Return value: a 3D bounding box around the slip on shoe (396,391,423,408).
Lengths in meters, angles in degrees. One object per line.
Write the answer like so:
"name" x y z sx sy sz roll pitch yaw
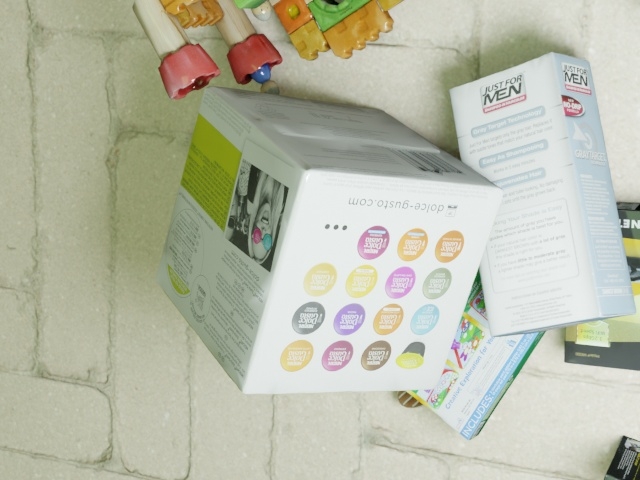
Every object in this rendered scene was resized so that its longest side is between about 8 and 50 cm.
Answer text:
"slip on shoe" 0.185 0.230 1.911 0.135 0.041 0.051 -44 73 24

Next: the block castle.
"block castle" -0.022 -0.374 1.726 0.453 0.303 0.213 -30 89 27

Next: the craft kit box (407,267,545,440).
"craft kit box" 0.209 0.142 1.841 0.246 0.061 0.250 37 107 20

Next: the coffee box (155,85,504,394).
"coffee box" 0.000 0.000 1.708 0.338 0.337 0.334 42 121 51

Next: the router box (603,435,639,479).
"router box" 0.495 0.358 1.728 0.133 0.179 0.046 19 106 19

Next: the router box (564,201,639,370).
"router box" 0.519 0.071 1.708 0.309 0.081 0.243 3 102 23

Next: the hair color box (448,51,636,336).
"hair color box" 0.317 -0.061 1.677 0.185 0.113 0.374 -16 80 41
